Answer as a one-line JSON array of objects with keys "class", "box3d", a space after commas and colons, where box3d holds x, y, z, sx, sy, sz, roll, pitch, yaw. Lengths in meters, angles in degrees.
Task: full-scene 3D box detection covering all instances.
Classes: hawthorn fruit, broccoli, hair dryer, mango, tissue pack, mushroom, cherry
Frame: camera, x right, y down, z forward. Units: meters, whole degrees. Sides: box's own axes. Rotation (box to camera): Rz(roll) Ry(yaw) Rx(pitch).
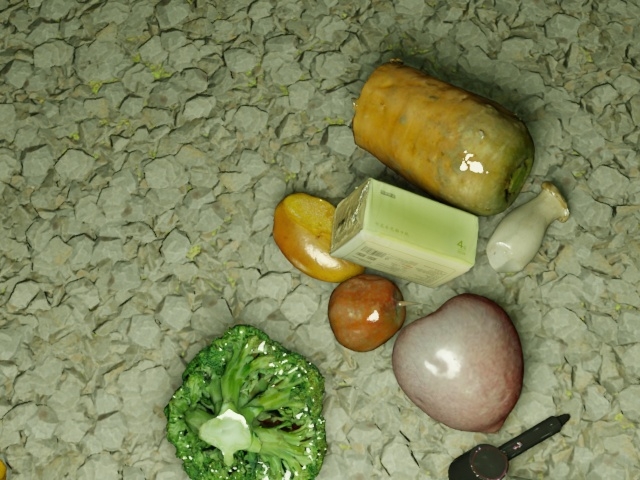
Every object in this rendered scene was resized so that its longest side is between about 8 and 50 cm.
[{"class": "hawthorn fruit", "box3d": [0.092, 0.120, 1.761, 0.149, 0.189, 0.149, 21, 43, -21]}, {"class": "broccoli", "box3d": [-0.127, 0.311, 1.655, 0.308, 0.275, 0.307, 0, 94, 1]}, {"class": "hair dryer", "box3d": [0.343, 0.367, 1.698, 0.248, 0.114, 0.070, -24, 73, -27]}, {"class": "mango", "box3d": [-0.002, 0.004, 1.859, 0.217, 0.102, 0.141, 38, 49, 13]}, {"class": "tissue pack", "box3d": [0.152, -0.010, 1.774, 0.234, 0.159, 0.125, 18, 65, -17]}, {"class": "mushroom", "box3d": [0.400, -0.022, 1.845, 0.212, 0.088, 0.097, -42, 80, -19]}, {"class": "cherry", "box3d": [0.256, 0.222, 1.688, 0.239, 0.206, 0.239, 2, 56, -2]}]

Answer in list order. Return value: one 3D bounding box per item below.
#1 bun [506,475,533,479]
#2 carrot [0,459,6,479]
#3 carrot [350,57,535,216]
[{"class": "bun", "box3d": [0.336, 0.544, 1.553, 0.282, 0.204, 0.281, -5, 53, 7]}, {"class": "carrot", "box3d": [-0.600, 0.546, 1.692, 0.066, 0.066, 0.314, -4, 68, 2]}, {"class": "carrot", "box3d": [0.241, -0.194, 1.861, 0.341, 0.224, 0.224, 29, 72, 23]}]
